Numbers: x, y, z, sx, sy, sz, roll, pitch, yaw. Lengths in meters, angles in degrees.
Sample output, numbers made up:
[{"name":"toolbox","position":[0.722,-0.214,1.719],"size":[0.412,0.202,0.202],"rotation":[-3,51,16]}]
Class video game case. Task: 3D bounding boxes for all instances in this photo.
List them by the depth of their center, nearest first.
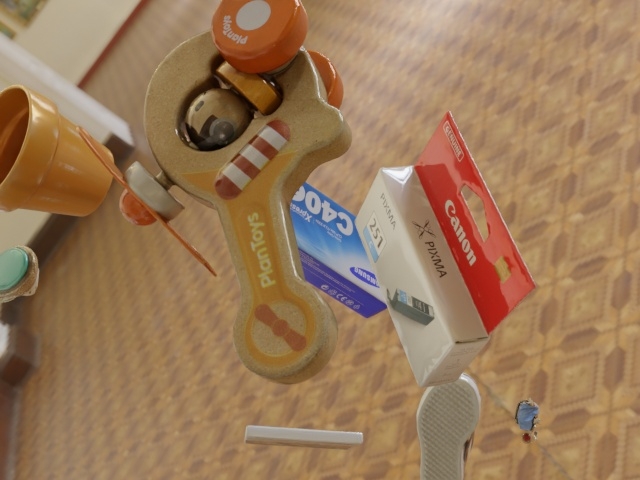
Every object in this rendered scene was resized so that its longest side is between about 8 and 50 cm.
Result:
[{"name":"video game case","position":[-0.035,0.354,1.719],"size":[0.183,0.201,0.023],"rotation":[108,165,-74]}]

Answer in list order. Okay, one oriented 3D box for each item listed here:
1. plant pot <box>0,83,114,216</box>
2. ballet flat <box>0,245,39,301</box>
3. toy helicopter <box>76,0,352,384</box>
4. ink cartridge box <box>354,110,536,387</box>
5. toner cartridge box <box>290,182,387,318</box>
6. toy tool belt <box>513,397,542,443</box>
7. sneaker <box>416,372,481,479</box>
[{"name":"plant pot","position":[-0.458,-0.129,1.598],"size":[0.205,0.188,0.205],"rotation":[-20,59,38]},{"name":"ballet flat","position":[-0.443,0.056,1.361],"size":[0.206,0.067,0.073],"rotation":[-14,64,41]},{"name":"toy helicopter","position":[-0.078,-0.037,0.831],"size":[0.235,0.140,0.355],"rotation":[-21,62,9]},{"name":"ink cartridge box","position":[0.157,0.015,1.331],"size":[0.261,0.066,0.296],"rotation":[116,141,-52]},{"name":"toner cartridge box","position":[0.000,0.000,1.887],"size":[0.075,0.348,0.165],"rotation":[-31,38,39]},{"name":"toy tool belt","position":[0.397,0.346,1.837],"size":[0.051,0.052,0.083],"rotation":[59,-142,-72]},{"name":"sneaker","position":[0.260,0.371,1.969],"size":[0.127,0.126,0.321],"rotation":[-67,-15,-55]}]
